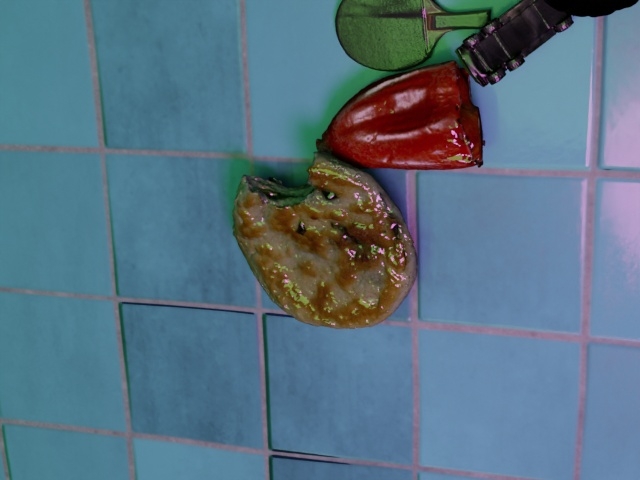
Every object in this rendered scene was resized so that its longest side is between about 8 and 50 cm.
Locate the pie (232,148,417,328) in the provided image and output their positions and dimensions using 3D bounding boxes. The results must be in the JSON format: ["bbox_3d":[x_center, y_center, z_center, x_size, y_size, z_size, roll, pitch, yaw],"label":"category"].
[{"bbox_3d":[0.003,0.007,1.711,0.302,0.067,0.302,11,125,16],"label":"pie"}]

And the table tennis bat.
[{"bbox_3d":[0.126,-0.299,1.609,0.220,0.019,0.130,1,110,19],"label":"table tennis bat"}]

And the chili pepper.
[{"bbox_3d":[0.102,-0.166,1.621,0.252,0.136,0.144,-4,135,26],"label":"chili pepper"}]

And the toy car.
[{"bbox_3d":[0.256,-0.273,1.540,0.165,0.062,0.071,-37,100,-6],"label":"toy car"}]

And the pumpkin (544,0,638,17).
[{"bbox_3d":[0.336,-0.379,1.449,0.202,0.140,0.202,0,107,0],"label":"pumpkin"}]
